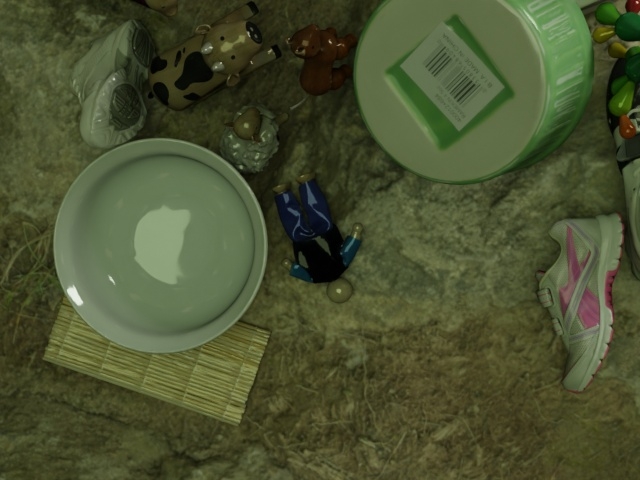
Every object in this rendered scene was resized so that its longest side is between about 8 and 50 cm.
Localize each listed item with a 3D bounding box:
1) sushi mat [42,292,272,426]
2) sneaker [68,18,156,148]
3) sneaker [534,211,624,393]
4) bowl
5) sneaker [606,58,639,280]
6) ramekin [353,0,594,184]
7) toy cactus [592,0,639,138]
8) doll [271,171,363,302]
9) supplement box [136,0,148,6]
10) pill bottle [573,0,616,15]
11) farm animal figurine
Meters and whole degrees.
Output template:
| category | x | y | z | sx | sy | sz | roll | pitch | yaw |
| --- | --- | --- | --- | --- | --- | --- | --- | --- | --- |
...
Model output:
| category | x | y | z | sx | sy | sz | roll | pitch | yaw |
| --- | --- | --- | --- | --- | --- | --- | --- | --- | --- |
| sushi mat | -0.242 | 0.153 | 1.746 | 0.316 | 0.019 | 0.151 | 18 | 96 | 6 |
| sneaker | -0.304 | -0.206 | 1.667 | 0.115 | 0.232 | 0.090 | -15 | 132 | 24 |
| sneaker | 0.347 | 0.081 | 1.638 | 0.111 | 0.103 | 0.252 | 7 | 87 | 11 |
| bowl | -0.212 | 0.006 | 1.677 | 0.298 | 0.134 | 0.298 | 0 | 92 | 7 |
| sneaker | 0.456 | -0.100 | 1.588 | 0.122 | 0.146 | 0.330 | -8 | 89 | 9 |
| ramekin | 0.190 | -0.218 | 1.556 | 0.303 | 0.148 | 0.303 | 9 | 111 | 24 |
| toy cactus | 0.423 | -0.227 | 1.504 | 0.112 | 0.180 | 0.219 | -7 | 68 | -13 |
| doll | 0.000 | 0.000 | 1.695 | 0.129 | 0.046 | 0.189 | -21 | 90 | 8 |
| supplement box | -0.274 | -0.381 | 1.638 | 0.104 | 0.188 | 0.081 | 25 | 96 | 5 |
| pill bottle | 0.329 | -0.419 | 1.593 | 0.131 | 0.131 | 0.229 | -22 | 90 | 7 |
| farm animal figurine | -0.138 | -0.275 | 1.574 | 0.330 | 0.172 | 0.327 | 49 | 135 | 4 |
